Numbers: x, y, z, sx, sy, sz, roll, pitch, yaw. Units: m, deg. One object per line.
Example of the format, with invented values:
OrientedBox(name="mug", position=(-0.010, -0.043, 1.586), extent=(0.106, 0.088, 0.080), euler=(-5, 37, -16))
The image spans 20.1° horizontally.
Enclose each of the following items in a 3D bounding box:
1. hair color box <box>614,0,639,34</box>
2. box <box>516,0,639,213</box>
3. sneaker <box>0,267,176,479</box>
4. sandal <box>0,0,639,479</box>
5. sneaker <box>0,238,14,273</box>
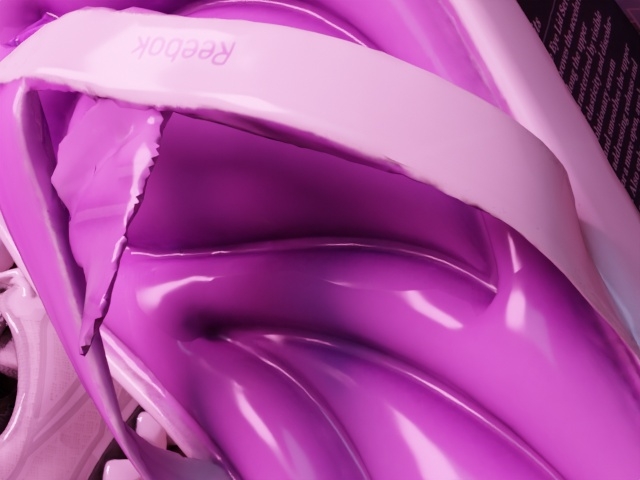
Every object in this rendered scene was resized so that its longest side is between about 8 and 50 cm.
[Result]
OrientedBox(name="hair color box", position=(0.240, -0.219, 0.638), extent=(0.185, 0.113, 0.374), euler=(4, 67, 40))
OrientedBox(name="box", position=(0.043, -0.004, 0.610), extent=(0.153, 0.207, 0.108), euler=(-19, 38, 36))
OrientedBox(name="sneaker", position=(-0.104, 0.041, 0.824), extent=(0.110, 0.118, 0.292), euler=(-15, 39, 42))
OrientedBox(name="sandal", position=(-0.005, 0.013, 0.446), extent=(0.169, 0.102, 0.416), euler=(-50, 61, 23))
OrientedBox(name="sneaker", position=(-0.191, -0.092, 1.117), extent=(0.094, 0.091, 0.258), euler=(-21, 37, 33))
